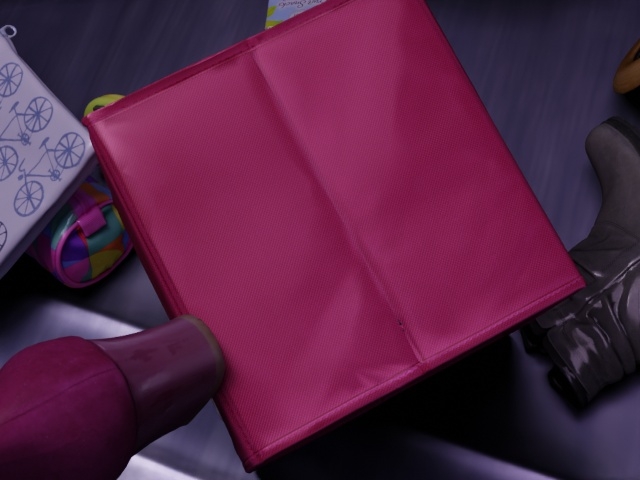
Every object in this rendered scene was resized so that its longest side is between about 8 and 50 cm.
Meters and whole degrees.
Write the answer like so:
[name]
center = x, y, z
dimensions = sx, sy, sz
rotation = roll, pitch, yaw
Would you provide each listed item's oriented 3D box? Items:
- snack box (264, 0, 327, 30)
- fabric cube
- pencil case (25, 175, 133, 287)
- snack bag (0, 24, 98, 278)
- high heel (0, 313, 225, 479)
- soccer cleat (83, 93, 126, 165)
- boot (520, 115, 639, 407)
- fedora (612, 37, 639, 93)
[snack box]
center = 0.004, -0.219, 1.197
dimensions = 0.070, 0.174, 0.207
rotation = -4, 54, 10
[fabric cube]
center = 0.000, 0.000, 0.940
dimensions = 0.259, 0.254, 0.258
rotation = -27, 82, -8
[pencil case]
center = -0.280, -0.050, 1.181
dimensions = 0.236, 0.104, 0.104
rotation = 34, 68, 27
[snack bag]
center = -0.386, -0.070, 1.166
dimensions = 0.323, 0.037, 0.342
rotation = -48, 60, 10
[high heel]
center = -0.213, 0.185, 0.833
dimensions = 0.181, 0.377, 0.127
rotation = -18, 59, -46
[soccer cleat]
center = -0.099, -0.076, 1.189
dimensions = 0.289, 0.093, 0.121
rotation = 20, 32, 28
[boot]
center = 0.227, 0.010, 1.052
dimensions = 0.161, 0.083, 0.246
rotation = -21, 52, 4
[fedora]
center = 0.353, -0.183, 1.136
dimensions = 0.079, 0.194, 0.194
rotation = 45, 70, -3
